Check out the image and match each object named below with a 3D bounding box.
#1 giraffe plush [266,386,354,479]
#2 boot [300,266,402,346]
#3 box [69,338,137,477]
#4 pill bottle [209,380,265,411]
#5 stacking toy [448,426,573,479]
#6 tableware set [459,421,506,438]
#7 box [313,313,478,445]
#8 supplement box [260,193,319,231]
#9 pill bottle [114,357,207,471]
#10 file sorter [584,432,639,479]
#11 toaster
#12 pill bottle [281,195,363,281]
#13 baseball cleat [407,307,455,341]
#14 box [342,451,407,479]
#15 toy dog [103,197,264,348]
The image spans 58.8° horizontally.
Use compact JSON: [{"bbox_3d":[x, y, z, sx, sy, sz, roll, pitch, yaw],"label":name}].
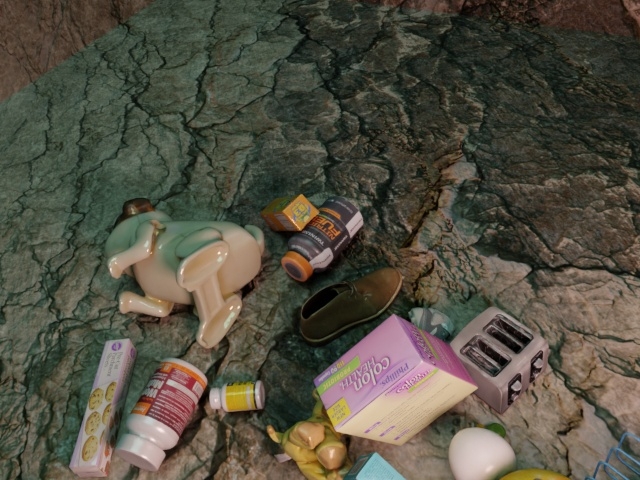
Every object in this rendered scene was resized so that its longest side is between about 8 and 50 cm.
[{"bbox_3d":[0.014,0.394,1.177,0.210,0.181,0.170,-13,21,50],"label":"giraffe plush"},{"bbox_3d":[0.081,0.141,1.411,0.305,0.115,0.112,-31,47,-20],"label":"boot"},{"bbox_3d":[-0.501,0.383,1.329,0.067,0.063,0.323,-5,46,5],"label":"box"},{"bbox_3d":[-0.189,0.356,1.293,0.117,0.065,0.065,-6,46,5],"label":"pill bottle"},{"bbox_3d":[0.361,0.488,0.896,0.351,0.350,0.480,-27,41,-14],"label":"stacking toy"},{"bbox_3d":[0.335,0.440,1.145,0.104,0.024,0.154,0,46,6],"label":"tableware set"},{"bbox_3d":[0.151,0.283,1.123,0.213,0.243,0.117,-43,48,15],"label":"box"},{"bbox_3d":[-0.091,-0.075,1.582,0.078,0.080,0.233,-45,17,-16],"label":"supplement box"},{"bbox_3d":[-0.352,0.383,1.260,0.121,0.121,0.221,9,49,19],"label":"pill bottle"},{"bbox_3d":[0.544,0.454,1.026,0.170,0.118,0.104,-35,47,-21],"label":"file sorter"},{"bbox_3d":[0.382,0.254,1.248,0.168,0.110,0.186,-35,50,-22],"label":"toaster"},{"bbox_3d":[0.000,0.000,1.548,0.131,0.130,0.245,24,56,29],"label":"pill bottle"},{"bbox_3d":[0.267,0.236,1.315,0.110,0.072,0.205,-5,50,-3],"label":"baseball cleat"},{"bbox_3d":[0.158,0.487,1.011,0.244,0.100,0.060,41,63,8],"label":"box"},{"bbox_3d":[-0.389,0.026,1.501,0.408,0.284,0.395,17,52,27],"label":"toy dog"}]
